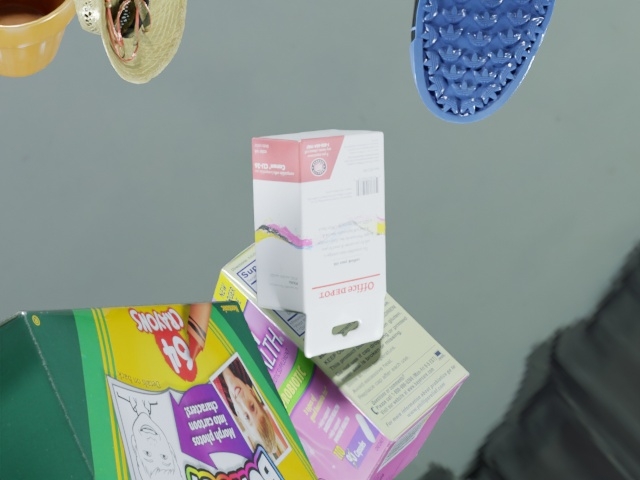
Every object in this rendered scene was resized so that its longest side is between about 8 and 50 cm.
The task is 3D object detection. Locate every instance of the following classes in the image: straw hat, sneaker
[{"bbox_3d":[-0.172,-0.201,1.244,0.144,0.061,0.144,4,90,-66],"label":"straw hat"},{"bbox_3d":[0.101,-0.187,0.889,0.081,0.090,0.232,11,99,-4],"label":"sneaker"}]

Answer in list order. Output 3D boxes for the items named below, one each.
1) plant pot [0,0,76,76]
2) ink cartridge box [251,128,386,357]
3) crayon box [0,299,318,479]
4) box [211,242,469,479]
[{"bbox_3d":[-0.441,-0.337,2.131,0.205,0.205,0.188,-25,160,-18],"label":"plant pot"},{"bbox_3d":[0.000,0.000,1.379,0.115,0.067,0.198,-9,101,-45],"label":"ink cartridge box"},{"bbox_3d":[-0.105,0.207,1.116,0.106,0.313,0.363,-29,170,17],"label":"crayon box"},{"bbox_3d":[0.002,0.132,1.535,0.117,0.243,0.213,-37,164,-30],"label":"box"}]
